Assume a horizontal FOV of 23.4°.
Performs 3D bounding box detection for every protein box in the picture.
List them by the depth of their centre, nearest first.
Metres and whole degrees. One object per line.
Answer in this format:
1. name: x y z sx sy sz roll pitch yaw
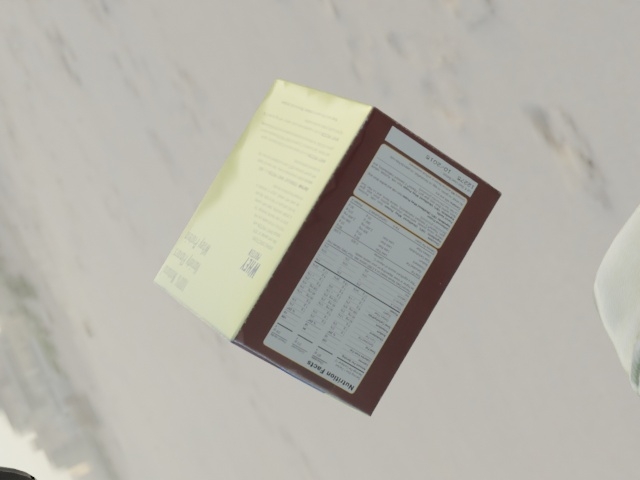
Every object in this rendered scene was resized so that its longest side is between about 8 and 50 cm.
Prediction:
1. protein box: 0.000 0.000 1.224 0.136 0.201 0.200 32 178 -26

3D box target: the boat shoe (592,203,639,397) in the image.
1. boat shoe: 0.169 -0.057 0.276 0.109 0.302 0.094 32 -162 -50

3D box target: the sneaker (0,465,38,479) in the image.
1. sneaker: -0.111 0.213 0.472 0.121 0.108 0.302 104 161 -56
